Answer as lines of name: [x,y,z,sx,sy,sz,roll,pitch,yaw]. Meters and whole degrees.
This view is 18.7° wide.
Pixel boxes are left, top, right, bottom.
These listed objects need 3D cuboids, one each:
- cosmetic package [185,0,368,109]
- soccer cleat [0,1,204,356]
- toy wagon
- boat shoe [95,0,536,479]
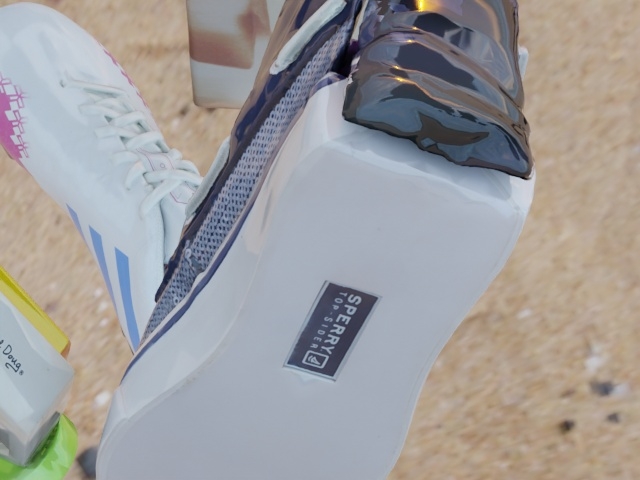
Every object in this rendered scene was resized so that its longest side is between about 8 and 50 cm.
cosmetic package: [-0.022,-0.204,1.220,0.129,0.296,0.153,1,70,-2]
soccer cleat: [-0.128,-0.040,1.393,0.116,0.143,0.331,-30,89,-33]
toy wagon: [-0.271,0.007,0.966,0.068,0.344,0.267,-54,133,-20]
boat shoe: [0.000,0.000,0.846,0.127,0.340,0.158,20,50,-14]
